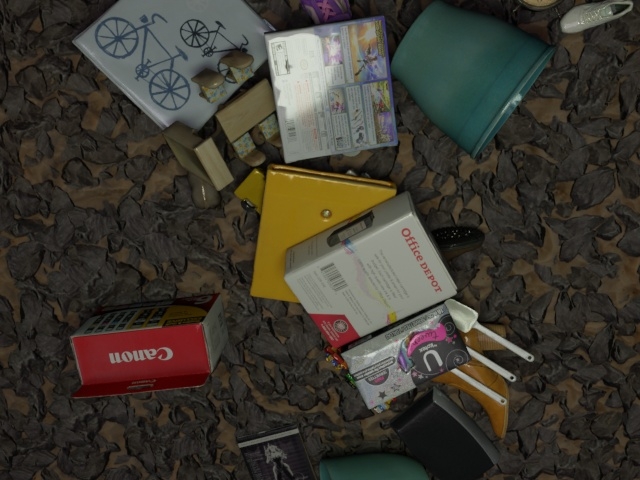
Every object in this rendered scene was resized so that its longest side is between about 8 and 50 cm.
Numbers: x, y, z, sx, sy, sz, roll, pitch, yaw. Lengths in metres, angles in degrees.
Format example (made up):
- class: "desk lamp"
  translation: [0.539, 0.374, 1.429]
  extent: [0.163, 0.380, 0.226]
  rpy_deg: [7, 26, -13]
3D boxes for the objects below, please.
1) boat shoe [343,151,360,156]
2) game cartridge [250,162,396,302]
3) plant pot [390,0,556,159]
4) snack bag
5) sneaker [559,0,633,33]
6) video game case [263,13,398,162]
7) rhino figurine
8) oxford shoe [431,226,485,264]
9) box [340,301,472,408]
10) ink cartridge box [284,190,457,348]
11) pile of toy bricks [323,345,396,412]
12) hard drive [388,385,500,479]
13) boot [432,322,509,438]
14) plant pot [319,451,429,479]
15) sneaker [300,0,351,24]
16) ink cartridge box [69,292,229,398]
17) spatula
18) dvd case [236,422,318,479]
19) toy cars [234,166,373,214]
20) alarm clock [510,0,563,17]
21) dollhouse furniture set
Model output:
- class: "boat shoe"
  translation: [0.089, -0.295, 1.582]
  extent: [0.078, 0.070, 0.219]
  rpy_deg: [20, 110, 9]
- class: "game cartridge"
  translation: [0.000, 0.000, 1.609]
  extent: [0.285, 0.052, 0.323]
  rpy_deg: [9, 119, -5]
- class: "plant pot"
  translation: [0.292, -0.349, 1.466]
  extent: [0.255, 0.272, 0.271]
  rpy_deg: [37, 104, 8]
- class: "snack bag"
  translation: [-0.300, -0.433, 1.549]
  extent: [0.323, 0.037, 0.342]
  rpy_deg: [43, 84, -6]
- class: "sneaker"
  translation: [0.581, -0.479, 1.506]
  extent: [0.152, 0.061, 0.053]
  rpy_deg: [-19, 105, 10]
- class: "video game case"
  translation: [0.024, -0.314, 1.489]
  extent: [0.244, 0.061, 0.269]
  rpy_deg: [-9, 112, -1]
- class: "rhino figurine"
  translation: [-0.268, -0.181, 1.614]
  extent: [0.073, 0.106, 0.243]
  rpy_deg: [-8, 97, 3]
- class: "oxford shoe"
  translation: [0.272, 0.032, 1.661]
  extent: [0.227, 0.082, 0.096]
  rpy_deg: [-16, 122, 8]
- class: "box"
  translation: [0.184, 0.245, 1.575]
  extent: [0.247, 0.163, 0.142]
  rpy_deg: [-27, 90, 2]
- class: "ink cartridge box"
  translation: [0.106, 0.066, 1.543]
  extent: [0.306, 0.131, 0.226]
  rpy_deg: [-26, 115, 12]
- class: "pile of toy bricks"
  translation: [0.117, 0.309, 1.731]
  extent: [0.212, 0.118, 0.105]
  rpy_deg: [45, 71, 1]
- class: "hard drive"
  translation: [0.312, 0.504, 1.784]
  extent: [0.172, 0.054, 0.254]
  rpy_deg: [-42, 98, 12]
- class: "boot"
  translation: [0.341, 0.334, 1.722]
  extent: [0.211, 0.104, 0.295]
  rpy_deg: [-4, 98, 10]
- class: "plant pot"
  translation: [0.147, 0.646, 1.725]
  extent: [0.235, 0.293, 0.293]
  rpy_deg: [-11, 104, -11]
- class: "sneaker"
  translation: [0.027, -0.470, 1.523]
  extent: [0.095, 0.104, 0.236]
  rpy_deg: [-27, 100, 11]
- class: "ink cartridge box"
  translation: [-0.393, 0.238, 1.649]
  extent: [0.310, 0.272, 0.130]
  rpy_deg: [-7, 104, 5]
- class: "spatula"
  translation: [0.357, 0.260, 1.650]
  extent: [0.242, 0.019, 0.168]
  rpy_deg: [31, 97, 7]
- class: "dvd case"
  translation: [-0.104, 0.589, 1.853]
  extent: [0.165, 0.018, 0.221]
  rpy_deg: [-17, 104, 9]
- class: "toy cars"
  translation: [0.004, -0.092, 1.636]
  extent: [0.394, 0.087, 0.176]
  rpy_deg: [1, 117, 0]
- class: "alarm clock"
  translation: [0.460, -0.565, 1.489]
  extent: [0.129, 0.064, 0.192]
  rpy_deg: [5, 107, 3]
- class: "dollhouse furniture set"
  translation: [-0.179, -0.236, 1.485]
  extent: [0.242, 0.161, 0.212]
  rpy_deg: [-40, 130, -17]
